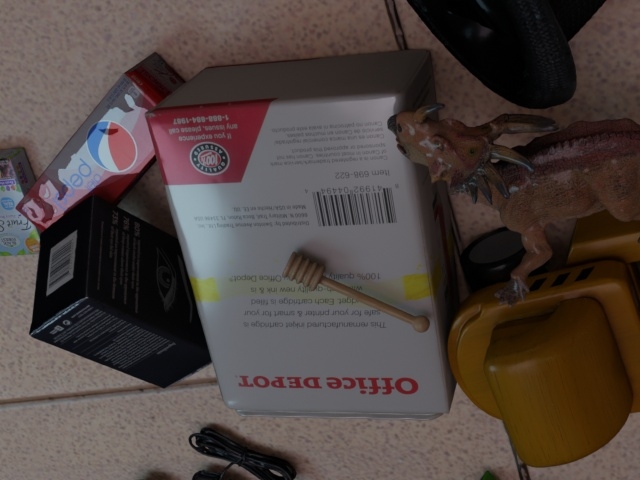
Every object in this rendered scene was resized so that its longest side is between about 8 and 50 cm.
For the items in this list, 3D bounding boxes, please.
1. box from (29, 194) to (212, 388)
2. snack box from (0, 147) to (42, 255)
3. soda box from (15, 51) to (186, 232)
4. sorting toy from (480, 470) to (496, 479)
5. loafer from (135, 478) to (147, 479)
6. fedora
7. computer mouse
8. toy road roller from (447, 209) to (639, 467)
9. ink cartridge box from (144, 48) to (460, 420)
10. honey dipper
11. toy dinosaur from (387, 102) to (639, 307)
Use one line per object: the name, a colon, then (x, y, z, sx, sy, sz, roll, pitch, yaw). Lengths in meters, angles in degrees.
box: (-0.229, 0.066, 1.130, 0.108, 0.153, 0.207, -31, 136, 29)
snack box: (-0.422, -0.049, 1.247, 0.100, 0.037, 0.141, -2, 117, 21)
soda box: (-0.258, -0.102, 1.136, 0.092, 0.083, 0.263, 43, 122, -8)
sorting toy: (0.223, 0.450, 1.305, 0.196, 0.047, 0.347, 29, 123, 6)
loafer: (-0.278, 0.512, 1.466, 0.112, 0.111, 0.319, 12, 121, 12)
fedora: (0.156, -0.285, 0.831, 0.153, 0.334, 0.334, -37, 104, -3)
computer mouse: (-0.121, 0.404, 1.389, 0.184, 0.060, 0.261, 18, 110, 13)
toy road roller: (0.295, 0.103, 0.969, 0.330, 0.240, 0.202, -15, 113, 25)
ink cartridge box: (0.000, 0.000, 1.059, 0.279, 0.160, 0.384, -1, 117, 18)
honey dipper: (0.039, 0.057, 0.965, 0.161, 0.030, 0.030, 24, 123, 1)
toy dinosaur: (0.227, -0.067, 0.858, 0.296, 0.127, 0.200, -16, 138, 4)
